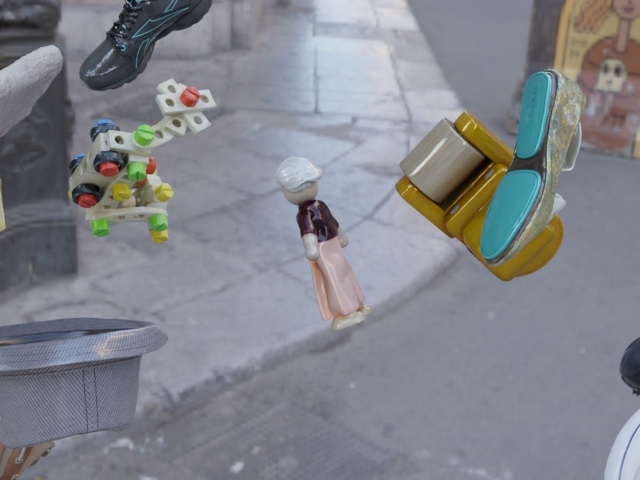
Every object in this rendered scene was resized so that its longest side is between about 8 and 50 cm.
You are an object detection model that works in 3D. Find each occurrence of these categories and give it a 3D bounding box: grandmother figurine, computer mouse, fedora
[{"bbox_3d":[0.000,0.000,1.971,0.104,0.342,0.208,-20,2,8],"label":"grandmother figurine"},{"bbox_3d":[0.371,0.143,1.180,0.041,0.071,0.242,25,-4,19],"label":"computer mouse"},{"bbox_3d":[-0.292,0.160,1.132,0.243,0.124,0.275,-6,1,-39],"label":"fedora"}]

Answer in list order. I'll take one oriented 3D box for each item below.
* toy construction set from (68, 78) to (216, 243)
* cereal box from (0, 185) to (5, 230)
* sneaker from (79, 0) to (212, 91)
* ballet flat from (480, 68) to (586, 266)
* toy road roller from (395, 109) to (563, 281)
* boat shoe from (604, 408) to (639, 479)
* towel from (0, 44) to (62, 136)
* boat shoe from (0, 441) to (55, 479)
[{"bbox_3d":[-0.300,-0.121,1.702,0.215,0.328,0.151,6,44,-33],"label":"toy construction set"},{"bbox_3d":[-0.387,-0.021,0.867,0.240,0.047,0.173,-29,45,3],"label":"cereal box"},{"bbox_3d":[-0.302,-0.358,1.670,0.267,0.106,0.101,-44,59,-7],"label":"sneaker"},{"bbox_3d":[0.370,-0.112,1.711,0.123,0.348,0.123,16,-6,2],"label":"ballet flat"},{"bbox_3d":[0.318,-0.066,1.939,0.329,0.202,0.240,39,16,-14],"label":"toy road roller"},{"bbox_3d":[0.504,0.281,1.450,0.267,0.096,0.088,-39,23,-29],"label":"boat shoe"},{"bbox_3d":[-0.494,-0.177,1.484,0.187,0.049,0.282,-43,9,-37],"label":"towel"},{"bbox_3d":[-0.443,0.287,1.491,0.116,0.324,0.123,9,23,-19],"label":"boat shoe"}]
